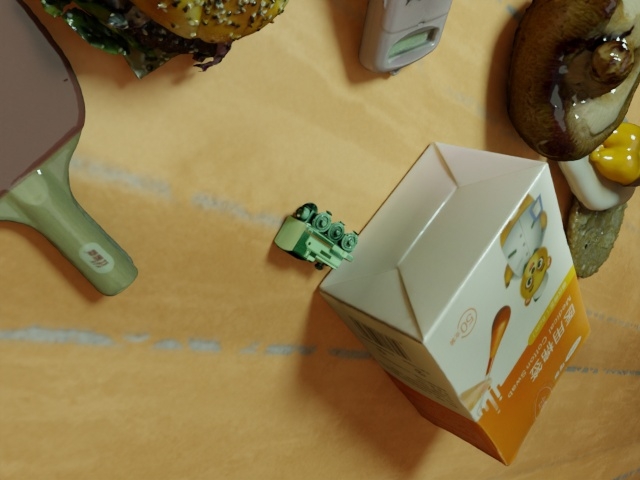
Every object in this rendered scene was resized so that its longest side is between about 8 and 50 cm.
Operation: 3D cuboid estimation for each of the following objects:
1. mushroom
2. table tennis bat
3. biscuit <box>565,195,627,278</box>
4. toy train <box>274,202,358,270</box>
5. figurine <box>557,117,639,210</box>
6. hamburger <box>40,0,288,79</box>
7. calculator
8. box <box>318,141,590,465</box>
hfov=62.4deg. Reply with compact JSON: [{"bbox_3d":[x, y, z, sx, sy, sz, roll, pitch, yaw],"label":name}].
[{"bbox_3d":[0.308,-0.214,0.637,0.194,0.138,0.231,-24,133,-50],"label":"mushroom"},{"bbox_3d":[-0.194,-0.054,0.310,0.138,0.022,0.246,-45,128,-20],"label":"table tennis bat"},{"bbox_3d":[0.481,-0.040,0.919,0.220,0.033,0.220,-15,113,-38],"label":"biscuit"},{"bbox_3d":[0.000,0.000,0.496,0.083,0.033,0.053,35,87,-44],"label":"toy train"},{"bbox_3d":[0.474,-0.123,0.784,0.250,0.141,0.166,7,92,-39],"label":"figurine"},{"bbox_3d":[-0.075,-0.183,0.307,0.189,0.093,0.164,-49,137,-8],"label":"hamburger"},{"bbox_3d":[0.082,-0.219,0.449,0.100,0.032,0.175,-31,149,-31],"label":"calculator"},{"bbox_3d":[0.180,0.088,0.619,0.225,0.143,0.341,-51,134,-15],"label":"box"}]
